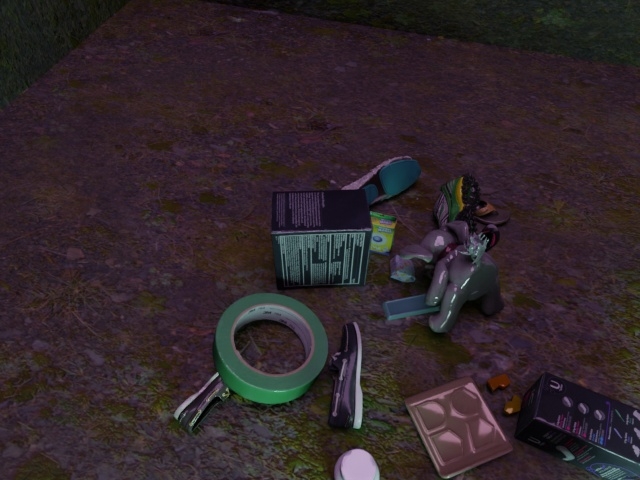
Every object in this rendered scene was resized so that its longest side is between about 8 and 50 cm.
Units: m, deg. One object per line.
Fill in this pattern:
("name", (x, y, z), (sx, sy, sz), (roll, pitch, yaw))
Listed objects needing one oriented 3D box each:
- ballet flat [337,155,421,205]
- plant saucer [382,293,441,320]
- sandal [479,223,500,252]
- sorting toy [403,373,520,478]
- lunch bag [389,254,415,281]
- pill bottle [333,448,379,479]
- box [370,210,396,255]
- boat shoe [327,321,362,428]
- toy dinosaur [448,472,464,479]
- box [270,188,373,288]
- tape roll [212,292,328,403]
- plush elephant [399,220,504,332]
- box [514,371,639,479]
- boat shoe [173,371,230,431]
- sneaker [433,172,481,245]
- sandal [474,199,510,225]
("ballet flat", (0.188, -0.210, 1.807), (0.409, 0.147, 0.147), (-30, 57, -22))
("plant saucer", (0.297, 0.206, 1.540), (0.192, 0.018, 0.067), (-10, 52, -7))
("sandal", (0.578, 0.002, 1.686), (0.067, 0.040, 0.179), (32, 59, 21))
("sorting toy", (0.409, 0.484, 1.309), (0.307, 0.041, 0.229), (-16, 49, -12))
("lunch bag", (0.275, 0.099, 1.602), (0.083, 0.053, 0.071), (18, 49, -18))
("pill bottle", (0.084, 0.563, 1.150), (0.108, 0.180, 0.107), (0, 51, 0))
("box", (0.196, -0.025, 1.620), (0.105, 0.179, 0.043), (13, 52, 11))
("boat shoe", (0.065, 0.366, 1.350), (0.091, 0.114, 0.302), (4, 51, -4))
("toy dinosaur", (0.280, 0.652, 1.159), (0.268, 0.064, 0.118), (-22, 48, -21))
("box", (0.000, 0.000, 1.528), (0.294, 0.296, 0.182), (-1, 51, -2))
("tape roll", (-0.141, 0.298, 1.373), (0.322, 0.077, 0.321), (12, 44, -12))
("plush elephant", (0.394, 0.077, 1.485), (0.272, 0.329, 0.255), (-19, 34, -19))
("box", (0.666, 0.477, 1.229), (0.271, 0.165, 0.143), (21, 55, 16))
("boat shoe", (-0.291, 0.423, 1.329), (0.069, 0.081, 0.228), (40, 65, 19))
("sneaker", (0.469, -0.067, 1.707), (0.134, 0.146, 0.343), (33, 60, -28))
("sandal", (0.587, -0.120, 1.772), (0.219, 0.060, 0.090), (26, 56, 19))
